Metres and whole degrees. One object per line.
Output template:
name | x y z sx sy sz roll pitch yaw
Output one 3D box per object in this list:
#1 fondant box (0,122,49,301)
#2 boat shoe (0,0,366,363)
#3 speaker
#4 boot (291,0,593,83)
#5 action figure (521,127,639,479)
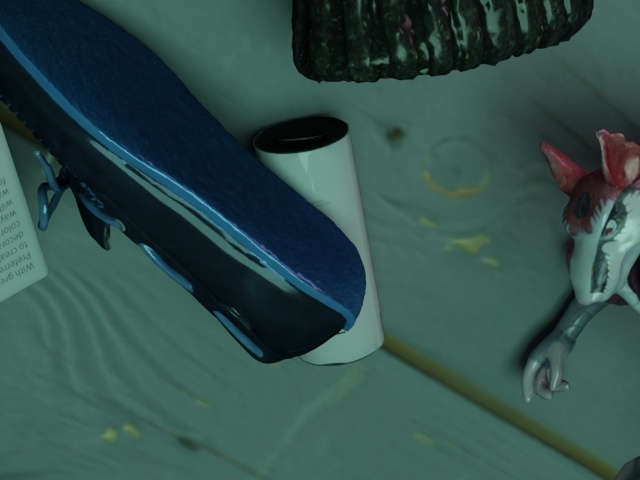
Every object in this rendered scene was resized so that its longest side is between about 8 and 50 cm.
fondant box | -0.276 -0.067 0.668 0.238 0.096 0.330 -31 135 -23
boat shoe | -0.095 -0.024 0.797 0.258 0.109 0.089 45 123 -5
speaker | 0.000 0.000 0.871 0.055 0.055 0.136 -14 115 -6
boot | -0.026 -0.200 0.736 0.348 0.131 0.260 -6 114 -11
action figure | 0.260 0.057 0.850 0.276 0.248 0.370 -39 118 5
